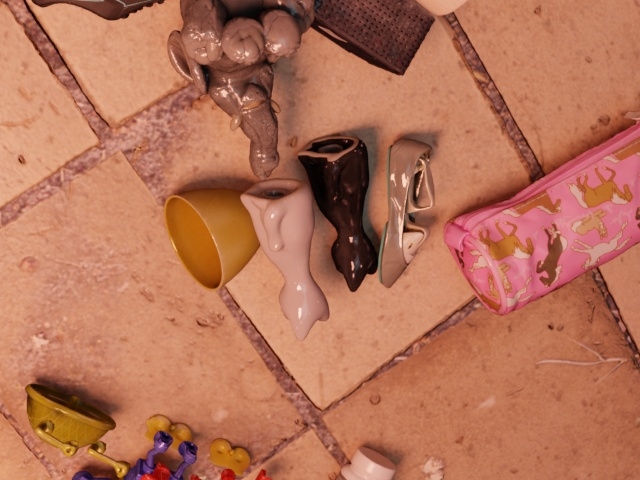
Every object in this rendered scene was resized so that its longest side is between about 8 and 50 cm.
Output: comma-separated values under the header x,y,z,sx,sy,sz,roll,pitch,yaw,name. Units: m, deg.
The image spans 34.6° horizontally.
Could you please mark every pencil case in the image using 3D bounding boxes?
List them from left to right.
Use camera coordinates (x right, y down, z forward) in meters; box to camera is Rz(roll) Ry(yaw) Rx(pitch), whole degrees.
x,y,z,sx,sy,sz,roll,pitch,yaw,name
0.365,-0.043,1.448,0.386,0.160,0.167,-30,82,-6,pencil case

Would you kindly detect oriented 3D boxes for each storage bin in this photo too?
x,y,z,sx,sy,sz,roll,pitch,yaw,name
0.037,-0.290,1.284,0.180,0.122,0.084,26,96,-34,storage bin

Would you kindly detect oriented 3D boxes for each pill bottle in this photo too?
x,y,z,sx,sy,sz,roll,pitch,yaw,name
0.051,0.378,1.508,0.078,0.078,0.137,26,96,-21,pill bottle

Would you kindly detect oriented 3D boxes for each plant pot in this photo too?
x,y,z,sx,sy,sz,roll,pitch,yaw,name
-0.126,-0.015,1.331,0.095,0.134,0.134,-28,112,-28,plant pot

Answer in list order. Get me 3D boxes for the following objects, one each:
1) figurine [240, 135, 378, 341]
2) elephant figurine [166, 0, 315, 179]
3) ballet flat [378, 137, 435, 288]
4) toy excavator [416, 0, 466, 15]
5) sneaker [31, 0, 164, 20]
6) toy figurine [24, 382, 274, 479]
x,y,z,sx,sy,sz,roll,pitch,yaw,name
0.000,0.000,1.345,0.215,0.092,0.209,-41,125,-44,figurine
-0.105,-0.216,1.221,0.169,0.239,0.186,14,66,-3,elephant figurine
0.121,-0.033,1.415,0.068,0.072,0.213,8,103,21,ballet flat
0.275,-0.522,1.207,0.222,0.433,0.445,35,54,-22,toy excavator
-0.225,-0.325,1.241,0.267,0.101,0.106,2,127,-18,sneaker
-0.261,0.359,1.358,0.363,0.191,0.217,26,101,-20,toy figurine
